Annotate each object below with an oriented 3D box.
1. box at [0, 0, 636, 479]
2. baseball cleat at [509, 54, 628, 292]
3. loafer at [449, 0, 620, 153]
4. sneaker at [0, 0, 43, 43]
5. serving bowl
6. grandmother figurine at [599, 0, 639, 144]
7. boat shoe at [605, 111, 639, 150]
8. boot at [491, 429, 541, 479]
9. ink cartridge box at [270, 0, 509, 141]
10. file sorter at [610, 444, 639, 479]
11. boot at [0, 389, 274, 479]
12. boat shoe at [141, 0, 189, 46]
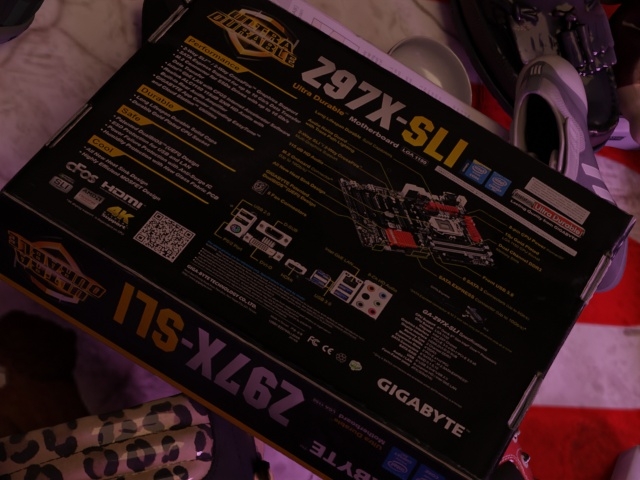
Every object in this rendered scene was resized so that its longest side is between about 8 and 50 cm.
[{"bbox_3d":[0.000,0.000,1.076,0.322,0.079,0.257,31,46,6],"label":"box"},{"bbox_3d":[0.178,-0.033,1.334,0.206,0.072,0.109,69,27,-23],"label":"baseball cleat"},{"bbox_3d":[0.159,-0.213,1.401,0.109,0.095,0.302,-15,74,-28],"label":"loafer"},{"bbox_3d":[-0.247,-0.234,1.128,0.223,0.098,0.083,48,51,-10],"label":"sneaker"},{"bbox_3d":[0.075,-0.113,1.356,0.083,0.027,0.083,7,76,-31],"label":"serving bowl"},{"bbox_3d":[0.317,-0.162,1.439,0.208,0.104,0.342,-33,64,-27],"label":"grandmother figurine"},{"bbox_3d":[0.247,-0.102,1.468,0.142,0.049,0.040,0,70,-34],"label":"boat shoe"},{"bbox_3d":[0.114,0.097,1.180,0.176,0.088,0.244,48,53,0],"label":"boot"},{"bbox_3d":[0.016,-0.050,1.259,0.225,0.056,0.181,29,66,-21],"label":"ink cartridge box"},{"bbox_3d":[0.347,0.263,1.264,0.277,0.173,0.193,54,24,-5],"label":"file sorter"},{"bbox_3d":[-0.022,0.229,1.078,0.377,0.138,0.284,-8,76,-33],"label":"boot"},{"bbox_3d":[-0.104,-0.113,1.213,0.042,0.049,0.133,5,72,-43],"label":"boat shoe"}]
